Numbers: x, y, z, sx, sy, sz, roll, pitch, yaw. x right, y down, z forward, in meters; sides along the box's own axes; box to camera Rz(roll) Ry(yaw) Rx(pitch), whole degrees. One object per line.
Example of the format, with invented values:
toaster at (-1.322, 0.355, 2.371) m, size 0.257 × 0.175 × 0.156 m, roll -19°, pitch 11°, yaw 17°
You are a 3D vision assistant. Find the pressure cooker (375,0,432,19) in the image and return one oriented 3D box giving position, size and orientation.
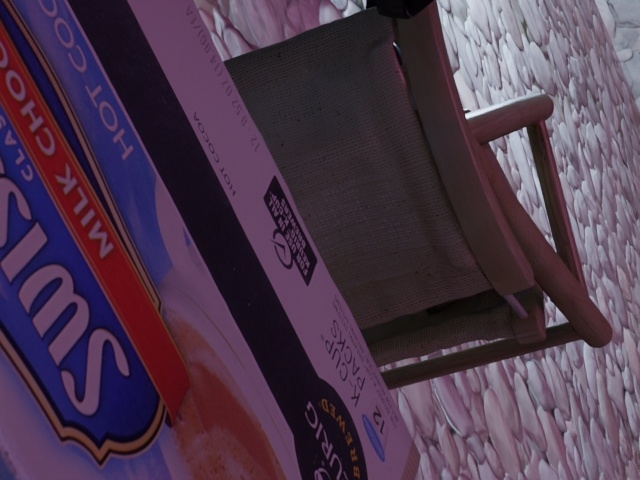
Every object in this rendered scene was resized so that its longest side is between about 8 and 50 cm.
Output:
pressure cooker at (-0.020, -0.314, 0.622) m, size 0.370 × 0.420 × 0.375 m, roll 29°, pitch 77°, yaw -67°

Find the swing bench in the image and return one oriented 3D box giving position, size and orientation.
swing bench at (0.000, 0.000, 0.868) m, size 0.255 × 0.253 × 0.165 m, roll 21°, pitch 54°, yaw -64°

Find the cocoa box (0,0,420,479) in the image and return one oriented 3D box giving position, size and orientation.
cocoa box at (-0.152, 0.024, 0.485) m, size 0.347 × 0.231 × 0.228 m, roll 64°, pitch 23°, yaw -19°

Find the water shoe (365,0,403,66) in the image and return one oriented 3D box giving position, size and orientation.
water shoe at (0.070, -0.186, 1.465) m, size 0.080 × 0.073 × 0.203 m, roll 40°, pitch 37°, yaw -52°
